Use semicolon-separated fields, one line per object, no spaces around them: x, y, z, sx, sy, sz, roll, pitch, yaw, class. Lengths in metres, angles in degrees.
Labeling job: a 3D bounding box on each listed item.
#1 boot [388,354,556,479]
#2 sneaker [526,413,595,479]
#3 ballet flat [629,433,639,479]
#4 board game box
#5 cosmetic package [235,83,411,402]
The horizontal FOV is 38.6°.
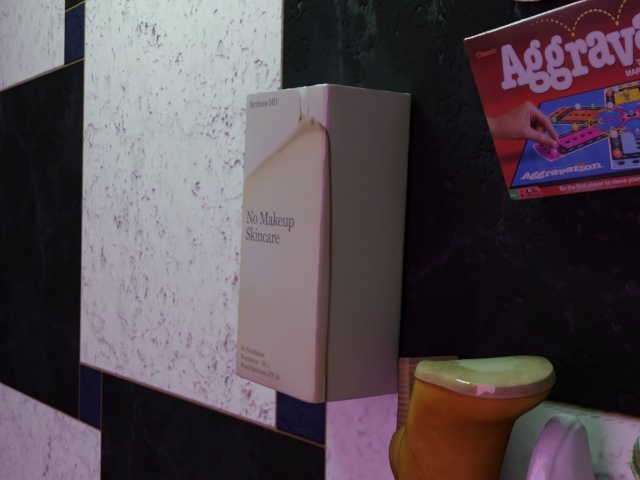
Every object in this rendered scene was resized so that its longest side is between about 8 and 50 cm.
0.121;0.200;0.741;0.295;0.104;0.211;140;127;-79;boot
0.208;0.244;0.709;0.094;0.080;0.212;3;89;34;sneaker
0.329;0.191;0.506;0.349;0.123;0.123;10;97;56;ballet flat
0.231;-0.112;0.662;0.281;0.027;0.145;-6;105;54;board game box
0.000;0.000;0.956;0.160;0.113;0.309;4;94;55;cosmetic package
